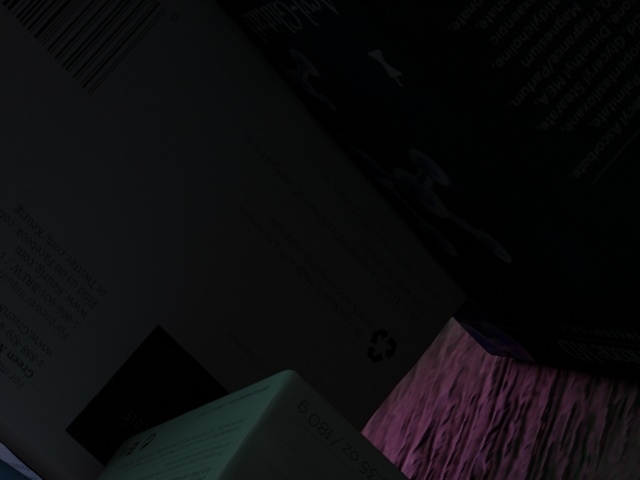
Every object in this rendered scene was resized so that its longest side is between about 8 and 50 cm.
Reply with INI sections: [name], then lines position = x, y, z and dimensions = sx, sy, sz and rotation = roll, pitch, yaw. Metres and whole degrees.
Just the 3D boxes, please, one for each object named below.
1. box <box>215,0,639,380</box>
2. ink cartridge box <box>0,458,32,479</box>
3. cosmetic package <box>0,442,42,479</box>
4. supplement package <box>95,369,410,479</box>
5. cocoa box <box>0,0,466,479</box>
[box]
position = 0.082, -0.133, 0.954
dimensions = 0.212, 0.395, 0.293
rotation = -49, 13, -12
[ink cartridge box]
position = -0.091, 0.166, 0.478
dimensions = 0.395, 0.270, 0.151
rotation = 24, 63, 36
[cosmetic package]
position = -0.269, 0.276, 1.112
dimensions = 0.217, 0.156, 0.385
rotation = 8, 38, 18
[supplement package]
position = -0.066, 0.232, 0.782
dimensions = 0.175, 0.177, 0.293
rotation = -27, 23, 55
[cocoa box]
position = -0.141, -0.016, 0.996
dimensions = 0.231, 0.347, 0.228
rotation = -49, 28, -12
